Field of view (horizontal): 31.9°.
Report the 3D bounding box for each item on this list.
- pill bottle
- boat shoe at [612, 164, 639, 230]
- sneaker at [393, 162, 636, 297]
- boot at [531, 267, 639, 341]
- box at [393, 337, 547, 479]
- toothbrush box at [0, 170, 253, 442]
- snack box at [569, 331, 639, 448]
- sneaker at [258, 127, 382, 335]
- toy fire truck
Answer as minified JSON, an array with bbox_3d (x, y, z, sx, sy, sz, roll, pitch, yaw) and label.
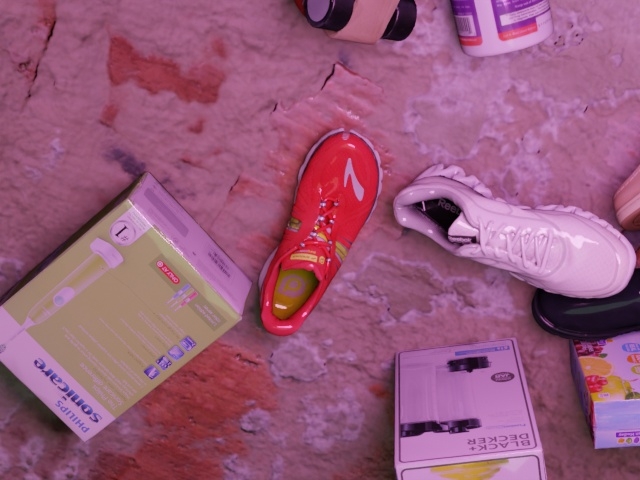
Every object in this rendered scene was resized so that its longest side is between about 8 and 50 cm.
[{"bbox_3d":[0.191,-0.312,1.250,0.108,0.108,0.193,-12,109,9],"label":"pill bottle"},{"bbox_3d":[0.463,-0.149,1.300,0.341,0.122,0.110,-43,63,13],"label":"boat shoe"},{"bbox_3d":[0.217,-0.003,1.301,0.292,0.118,0.110,21,106,25],"label":"sneaker"},{"bbox_3d":[0.388,0.036,1.320,0.247,0.094,0.207,1,150,-1],"label":"boot"},{"bbox_3d":[0.177,0.225,1.355,0.169,0.290,0.087,-7,110,8],"label":"box"},{"bbox_3d":[-0.261,0.085,1.425,0.283,0.122,0.206,-39,103,16],"label":"toothbrush box"},{"bbox_3d":[0.403,0.171,1.361,0.175,0.207,0.070,-4,110,7],"label":"snack box"},{"bbox_3d":[0.000,0.000,1.375,0.107,0.118,0.279,20,111,-4],"label":"sneaker"},{"bbox_3d":[0.017,-0.368,1.236,0.158,0.246,0.217,2,131,-34],"label":"toy fire truck"}]
